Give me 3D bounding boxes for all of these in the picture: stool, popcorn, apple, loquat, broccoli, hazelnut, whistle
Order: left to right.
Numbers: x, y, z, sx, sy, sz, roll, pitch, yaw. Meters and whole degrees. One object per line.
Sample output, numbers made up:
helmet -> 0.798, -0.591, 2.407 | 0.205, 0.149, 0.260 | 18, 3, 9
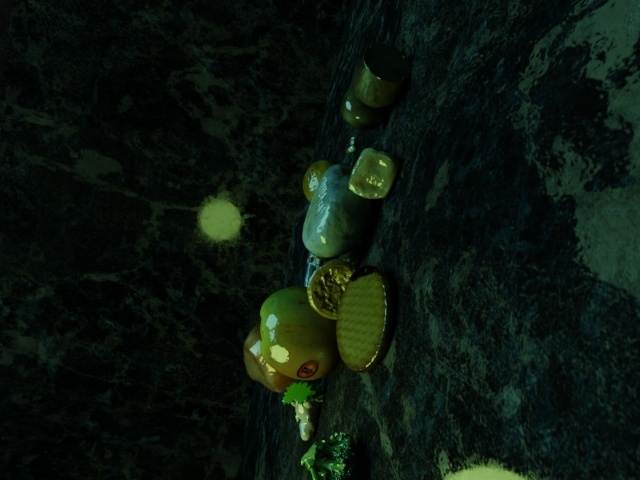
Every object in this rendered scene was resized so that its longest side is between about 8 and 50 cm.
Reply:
hazelnut -> -0.161, 0.475, 2.144 | 0.372, 0.315, 0.372 | -33, 33, 25
apple -> -0.082, 0.342, 1.814 | 0.338, 0.305, 0.338 | -167, 90, -78
whistle -> -0.034, 0.106, 2.516 | 0.062, 0.062, 0.304 | 128, 153, -67
loquat -> 0.014, -0.279, 2.355 | 0.238, 0.193, 0.238 | -164, 90, -85
broccoli -> 0.036, 0.613, 1.319 | 0.195, 0.156, 0.195 | -46, -2, -2
popcorn -> 0.110, 0.078, 1.797 | 0.083, 0.060, 0.068 | 111, 170, -77
stool -> 0.194, -0.550, 1.777 | 0.264, 0.179, 0.179 | 122, 158, -60

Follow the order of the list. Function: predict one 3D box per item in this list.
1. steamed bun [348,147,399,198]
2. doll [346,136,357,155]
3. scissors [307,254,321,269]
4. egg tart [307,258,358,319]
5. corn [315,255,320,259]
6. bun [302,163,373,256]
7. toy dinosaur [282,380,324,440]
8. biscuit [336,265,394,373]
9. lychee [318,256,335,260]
steamed bun -> 0.183, -0.238, 1.633 | 0.155, 0.141, 0.172 | -69, 1, -60
doll -> 0.146, -0.439, 2.278 | 0.058, 0.040, 0.085 | -47, 33, 45
scissors -> -0.014, 0.129, 2.426 | 0.100, 0.015, 0.189 | -32, 46, 19
egg tart -> 0.055, 0.154, 1.659 | 0.147, 0.203, 0.202 | -83, 8, -78
corn -> 0.000, 0.000, 2.423 | 0.231, 0.080, 0.080 | -94, 19, -51
bun -> 0.068, -0.101, 1.800 | 0.362, 0.211, 0.362 | -165, 90, -77
toy dinosaur -> -0.040, 0.631, 1.856 | 0.194, 0.152, 0.177 | -76, -33, -50
biscuit -> 0.128, 0.228, 1.445 | 0.318, 0.040, 0.318 | -168, 90, -69
lychee -> 0.035, 0.031, 2.129 | 0.101, 0.114, 0.140 | 60, 167, 29
